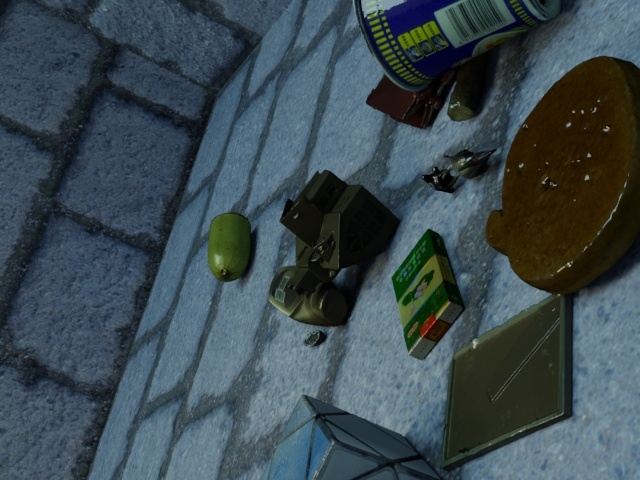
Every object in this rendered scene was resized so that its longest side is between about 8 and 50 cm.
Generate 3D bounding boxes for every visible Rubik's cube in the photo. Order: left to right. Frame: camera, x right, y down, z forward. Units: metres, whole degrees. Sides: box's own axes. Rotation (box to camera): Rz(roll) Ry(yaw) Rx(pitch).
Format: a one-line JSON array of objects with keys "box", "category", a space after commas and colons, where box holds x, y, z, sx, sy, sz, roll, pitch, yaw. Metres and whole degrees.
[{"box": [0.036, 0.394, 1.500, 0.205, 0.207, 0.205, -62, 18, 3], "category": "Rubik's cube"}]

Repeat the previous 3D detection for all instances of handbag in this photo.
[{"box": [0.227, -0.385, 2.156, 0.260, 0.084, 0.275, -60, 20, 7], "category": "handbag"}]

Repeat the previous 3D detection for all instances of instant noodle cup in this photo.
[{"box": [0.266, -0.455, 1.791, 0.312, 0.284, 0.284, -15, 49, 37], "category": "instant noodle cup"}]

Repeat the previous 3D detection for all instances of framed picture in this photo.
[{"box": [0.268, 0.205, 1.405, 0.281, 0.019, 0.209, -41, 30, 50], "category": "framed picture"}]

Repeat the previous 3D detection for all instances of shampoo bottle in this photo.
[{"box": [-0.027, 0.126, 2.181, 0.126, 0.084, 0.350, -65, 19, -5], "category": "shampoo bottle"}]

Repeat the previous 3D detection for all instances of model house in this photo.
[{"box": [0.000, 0.000, 2.021, 0.243, 0.204, 0.211, -56, 21, -14], "category": "model house"}]

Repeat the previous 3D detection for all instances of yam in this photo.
[{"box": [0.307, -0.358, 1.931, 0.061, 0.061, 0.274, -34, 34, 56], "category": "yam"}]

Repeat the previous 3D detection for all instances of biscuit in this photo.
[{"box": [0.371, -0.088, 1.418, 0.350, 0.070, 0.395, -48, 25, 46], "category": "biscuit"}]

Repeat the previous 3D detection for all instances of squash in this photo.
[{"box": [-0.275, 0.036, 2.883, 0.132, 0.132, 0.247, -53, 23, 32], "category": "squash"}]

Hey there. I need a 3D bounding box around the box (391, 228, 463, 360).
[{"box": [0.188, 0.093, 1.729, 0.132, 0.034, 0.235, -55, 22, 27], "category": "box"}]

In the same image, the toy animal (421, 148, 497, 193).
[{"box": [0.264, -0.141, 1.774, 0.105, 0.070, 0.202, -51, 10, -20], "category": "toy animal"}]

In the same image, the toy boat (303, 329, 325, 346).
[{"box": [-0.016, 0.214, 2.120, 0.083, 0.038, 0.038, -31, 38, 60], "category": "toy boat"}]
